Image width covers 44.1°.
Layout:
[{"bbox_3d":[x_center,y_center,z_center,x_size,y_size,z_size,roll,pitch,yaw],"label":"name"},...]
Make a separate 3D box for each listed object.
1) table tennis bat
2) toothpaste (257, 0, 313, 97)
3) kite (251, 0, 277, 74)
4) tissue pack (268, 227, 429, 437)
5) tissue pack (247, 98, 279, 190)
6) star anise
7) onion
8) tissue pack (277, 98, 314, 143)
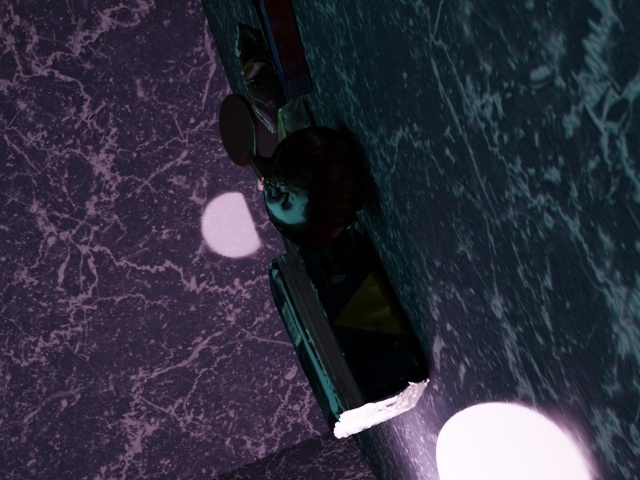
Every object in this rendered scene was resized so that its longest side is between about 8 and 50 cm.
[{"bbox_3d":[-0.222,-0.290,2.295,0.310,0.038,0.200,59,143,26],"label":"table tennis bat"},{"bbox_3d":[-0.092,-0.489,1.808,0.076,0.066,0.320,-122,15,-59],"label":"toothpaste"},{"bbox_3d":[-0.141,-0.551,1.878,0.268,0.013,0.322,26,-126,-79],"label":"kite"},{"bbox_3d":[0.060,0.224,1.864,0.264,0.253,0.416,88,161,-64],"label":"tissue pack"},{"bbox_3d":[-0.156,-0.304,2.401,0.136,0.160,0.246,102,148,-73],"label":"tissue pack"},{"bbox_3d":[-0.159,-0.455,2.200,0.332,0.118,0.331,-15,-90,-90],"label":"star anise"},{"bbox_3d":[0.008,-0.108,1.711,0.273,0.285,0.273,-31,52,52],"label":"onion"},{"bbox_3d":[-0.053,-0.243,2.082,0.222,0.090,0.186,98,153,-72],"label":"tissue pack"}]
